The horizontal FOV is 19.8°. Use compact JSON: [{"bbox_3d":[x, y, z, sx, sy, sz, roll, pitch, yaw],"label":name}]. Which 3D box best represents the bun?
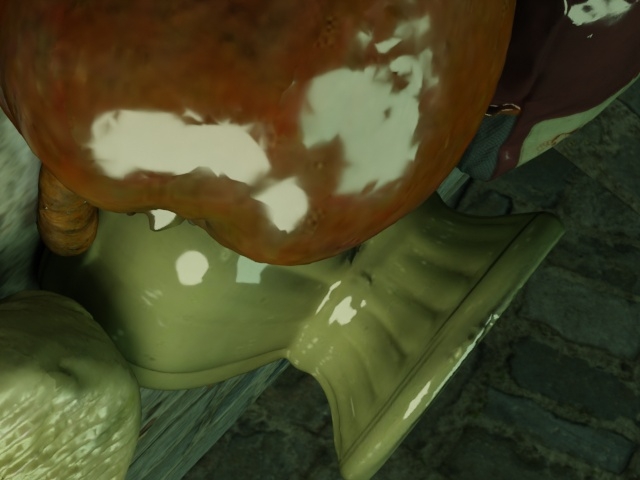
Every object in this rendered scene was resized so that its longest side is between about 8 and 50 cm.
[{"bbox_3d":[-0.201,0.122,1.036,0.210,0.116,0.237,-45,157,-23],"label":"bun"}]

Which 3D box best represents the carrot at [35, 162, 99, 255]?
[{"bbox_3d":[-0.135,-0.032,0.982,0.036,0.035,0.165,-48,171,-22],"label":"carrot"}]

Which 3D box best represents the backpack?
[{"bbox_3d":[0.194,-0.218,1.507,0.283,0.197,0.317,-48,167,-19],"label":"backpack"}]

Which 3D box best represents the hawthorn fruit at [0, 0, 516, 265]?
[{"bbox_3d":[-0.017,-0.121,0.683,0.199,0.199,0.251,-30,142,-73],"label":"hawthorn fruit"}]

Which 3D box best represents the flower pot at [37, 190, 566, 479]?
[{"bbox_3d":[0.000,0.000,1.169,0.307,0.244,0.307,-49,174,-7],"label":"flower pot"}]
